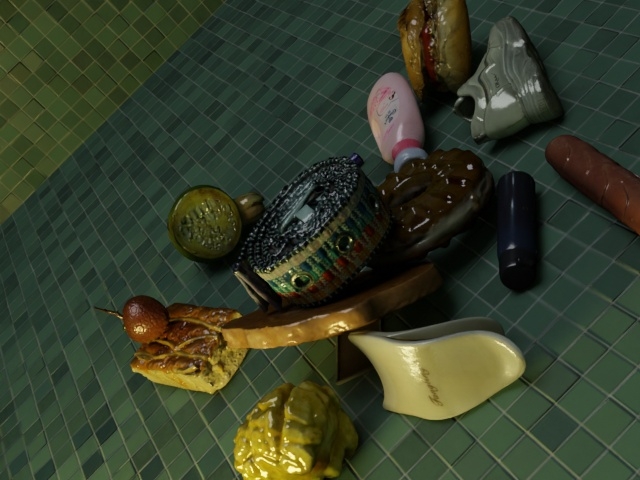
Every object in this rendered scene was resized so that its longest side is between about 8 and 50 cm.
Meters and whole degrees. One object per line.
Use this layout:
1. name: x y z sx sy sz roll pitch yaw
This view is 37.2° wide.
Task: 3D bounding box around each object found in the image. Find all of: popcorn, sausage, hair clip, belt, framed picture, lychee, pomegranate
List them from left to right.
1. lychee: -0.402 0.168 2.108 0.140 0.114 0.101 17 54 29
2. pomegranate: -0.272 -0.059 2.372 0.241 0.190 0.159 -50 8 -8
3. popcorn: -0.045 0.343 1.659 0.200 0.226 0.203 5 22 27
4. belt: 0.000 0.000 1.726 0.206 0.160 0.295 9 57 50
5. framed picture: 0.076 0.203 1.842 0.109 0.011 0.149 -28 36 25
6. hair clip: 0.201 0.209 1.575 0.282 0.173 0.113 -19 23 16
7. sausage: 0.506 -0.087 1.630 0.088 0.088 0.433 -42 32 4

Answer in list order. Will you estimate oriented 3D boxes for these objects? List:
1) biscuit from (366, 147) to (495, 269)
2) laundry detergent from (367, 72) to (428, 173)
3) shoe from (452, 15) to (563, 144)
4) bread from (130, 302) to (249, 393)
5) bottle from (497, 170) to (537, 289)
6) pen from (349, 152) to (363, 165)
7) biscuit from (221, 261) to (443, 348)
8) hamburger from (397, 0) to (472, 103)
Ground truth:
1. biscuit: 0.190 -0.065 1.879 0.332 0.103 0.332 -29 21 13
2. laundry detergent: 0.177 -0.248 2.155 0.335 0.087 0.159 -101 27 -52
3. shoe: 0.369 -0.337 2.020 0.210 0.132 0.342 -28 39 20
4. bread: -0.289 0.236 2.116 0.274 0.114 0.185 -2 51 49
5. bottle: 0.356 -0.018 1.729 0.082 0.072 0.244 114 170 -45
6. pen: 0.001 -0.101 2.253 0.269 0.033 0.033 -48 32 -5
7. biscuit: 0.028 0.127 1.775 0.385 0.062 0.365 -12 7 44
8. hamburger: 0.271 -0.447 2.183 0.163 0.244 0.244 -12 40 9
